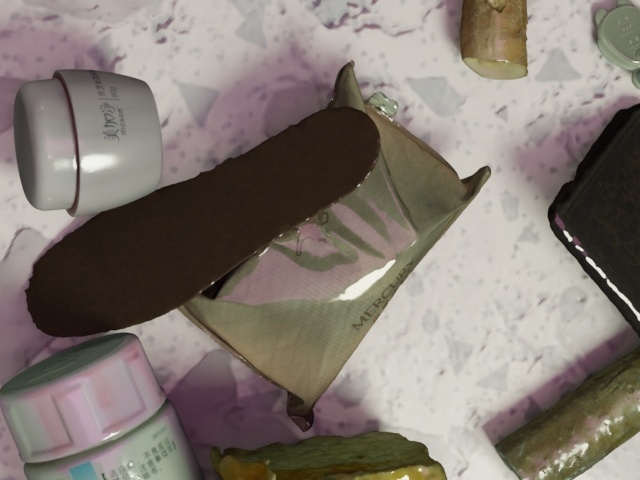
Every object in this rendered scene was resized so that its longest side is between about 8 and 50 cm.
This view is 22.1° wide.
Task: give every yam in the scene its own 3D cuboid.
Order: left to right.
[{"bbox_3d":[0.145,-0.285,1.374,0.066,0.066,0.300,-4,95,-11],"label":"yam"},{"bbox_3d":[0.235,0.160,1.431,0.169,0.068,0.068,-33,100,-8],"label":"yam"}]

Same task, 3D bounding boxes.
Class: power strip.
[{"bbox_3d":[0.270,-0.169,1.430,0.055,0.035,0.083,-28,87,-8],"label":"power strip"}]

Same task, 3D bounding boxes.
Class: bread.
[{"bbox_3d":[0.021,0.281,1.328,0.238,0.196,0.252,-5,90,-33],"label":"bread"}]

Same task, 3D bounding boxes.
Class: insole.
[{"bbox_3d":[-0.096,-0.011,1.311,0.327,0.007,0.111,-28,65,11],"label":"insole"}]

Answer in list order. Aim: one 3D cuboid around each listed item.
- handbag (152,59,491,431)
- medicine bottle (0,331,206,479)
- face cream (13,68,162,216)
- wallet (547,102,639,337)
[{"bbox_3d":[0.000,0.000,1.345,0.182,0.117,0.270,38,89,-18],"label":"handbag"},{"bbox_3d":[-0.171,0.172,1.317,0.135,0.135,0.168,-22,99,-8],"label":"medicine bottle"},{"bbox_3d":[-0.186,-0.078,1.301,0.104,0.117,0.117,-6,96,-19],"label":"face cream"},{"bbox_3d":[0.330,0.045,1.431,0.321,0.044,0.170,48,60,-11],"label":"wallet"}]
